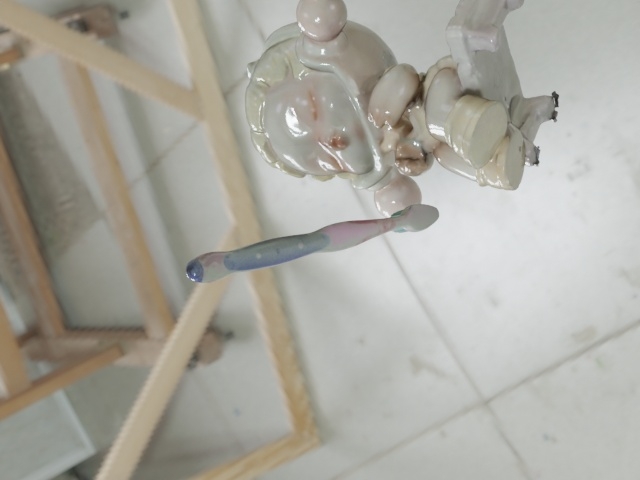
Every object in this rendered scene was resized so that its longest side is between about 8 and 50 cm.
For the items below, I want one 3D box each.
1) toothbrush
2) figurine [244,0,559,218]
[{"bbox_3d":[0.000,0.000,1.070,0.027,0.269,0.021,-26,82,39],"label":"toothbrush"},{"bbox_3d":[0.040,-0.113,1.161,0.256,0.145,0.182,5,157,32],"label":"figurine"}]
